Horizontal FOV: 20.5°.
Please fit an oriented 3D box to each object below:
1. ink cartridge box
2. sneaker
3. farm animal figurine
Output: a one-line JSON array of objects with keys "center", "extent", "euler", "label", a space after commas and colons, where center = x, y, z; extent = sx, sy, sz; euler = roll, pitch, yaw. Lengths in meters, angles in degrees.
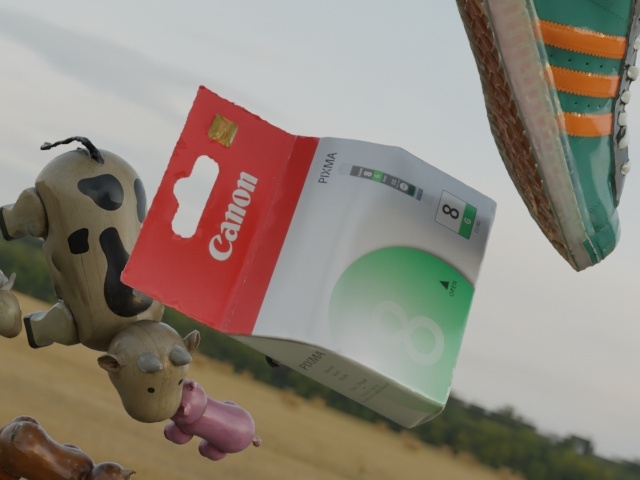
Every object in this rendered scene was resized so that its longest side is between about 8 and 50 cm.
[{"center": [0.000, 0.000, 1.191], "extent": [0.224, 0.181, 0.056], "euler": [29, -37, -15], "label": "ink cartridge box"}, {"center": [0.167, -0.120, 1.149], "extent": [0.108, 0.121, 0.302], "euler": [-123, -168, -60], "label": "sneaker"}, {"center": [-0.144, 0.059, 1.454], "extent": [0.172, 0.330, 0.327], "euler": [-16, -75, 56], "label": "farm animal figurine"}]
